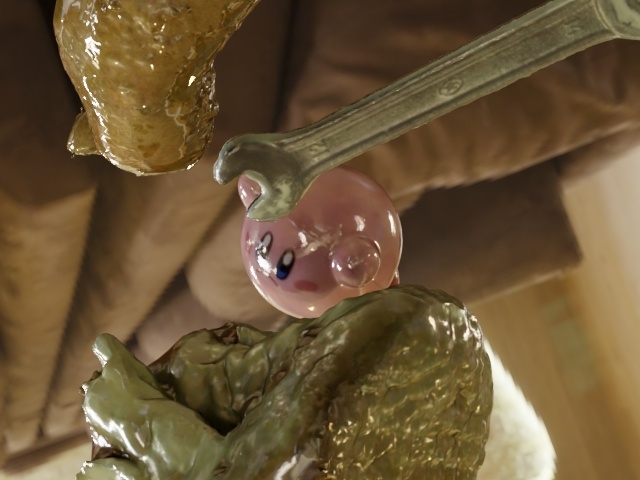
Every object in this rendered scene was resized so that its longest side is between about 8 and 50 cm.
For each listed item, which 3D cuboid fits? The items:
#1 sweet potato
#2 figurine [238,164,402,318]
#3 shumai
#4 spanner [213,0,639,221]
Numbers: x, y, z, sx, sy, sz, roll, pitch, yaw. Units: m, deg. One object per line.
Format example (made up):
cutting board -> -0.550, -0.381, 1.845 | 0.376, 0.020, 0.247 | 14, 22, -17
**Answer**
sweet potato -> -0.059, -0.120, 0.694 | 0.124, 0.098, 0.310 | 9, 142, -39
figurine -> 0.000, 0.000, 1.473 | 0.173, 0.173, 0.173 | -20, 173, -2
shumai -> -0.056, 0.188, 1.294 | 0.323, 0.397, 0.324 | 24, 174, 36
spanner -> 0.077, -0.093, 0.859 | 0.302, 0.071, 0.017 | -27, -147, 4
